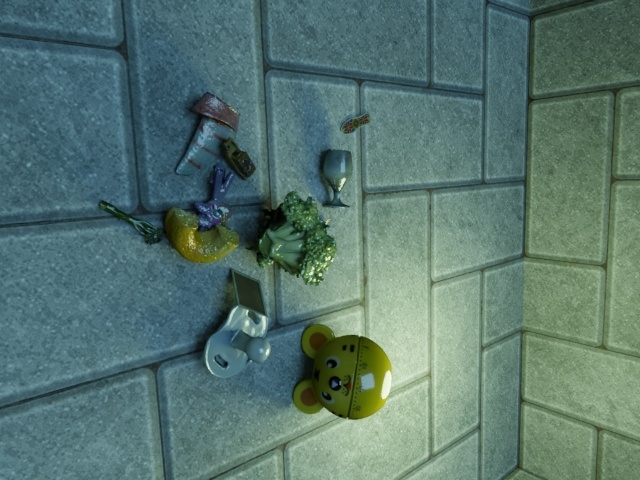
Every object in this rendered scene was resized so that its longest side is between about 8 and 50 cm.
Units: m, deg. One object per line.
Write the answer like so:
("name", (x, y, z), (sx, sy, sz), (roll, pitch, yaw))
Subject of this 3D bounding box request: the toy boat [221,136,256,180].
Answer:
("toy boat", (-0.283, -0.283, 1.698), (0.057, 0.077, 0.200), (-54, 147, -17))

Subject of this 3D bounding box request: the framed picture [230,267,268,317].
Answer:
("framed picture", (-0.260, 0.191, 1.763), (0.011, 0.183, 0.142), (-42, 132, 21))

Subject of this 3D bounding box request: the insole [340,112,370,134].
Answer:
("insole", (0.155, -0.510, 2.123), (0.193, 0.006, 0.065), (-32, 115, -33))

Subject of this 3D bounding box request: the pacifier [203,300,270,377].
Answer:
("pacifier", (-0.259, 0.368, 1.722), (0.300, 0.233, 0.244), (-54, 128, -22))

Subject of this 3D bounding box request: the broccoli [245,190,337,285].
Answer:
("broccoli", (-0.119, 0.020, 1.744), (0.280, 0.293, 0.348), (10, 52, -59))

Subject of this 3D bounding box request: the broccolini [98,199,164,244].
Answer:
("broccolini", (-0.592, -0.052, 1.521), (0.216, 0.058, 0.067), (30, 35, -31))

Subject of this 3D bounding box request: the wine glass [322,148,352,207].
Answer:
("wine glass", (0.069, -0.253, 2.004), (0.126, 0.126, 0.242), (-6, 101, -40))

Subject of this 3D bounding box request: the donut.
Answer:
("donut", (-0.405, 0.005, 1.617), (0.258, 0.101, 0.152), (21, 114, -38))

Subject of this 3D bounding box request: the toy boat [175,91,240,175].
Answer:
("toy boat", (-0.385, -0.333, 1.643), (0.206, 0.096, 0.282), (30, 85, -54))

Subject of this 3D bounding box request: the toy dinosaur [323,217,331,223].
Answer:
("toy dinosaur", (-0.001, 0.000, 2.034), (0.108, 0.032, 0.220), (37, 74, -40))

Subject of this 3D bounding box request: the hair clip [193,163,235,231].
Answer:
("hair clip", (-0.365, -0.130, 1.668), (0.137, 0.090, 0.279), (13, 86, -35))

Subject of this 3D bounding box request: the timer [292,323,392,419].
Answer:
("timer", (0.089, 0.555, 2.007), (0.386, 0.376, 0.377), (10, 88, 2))
